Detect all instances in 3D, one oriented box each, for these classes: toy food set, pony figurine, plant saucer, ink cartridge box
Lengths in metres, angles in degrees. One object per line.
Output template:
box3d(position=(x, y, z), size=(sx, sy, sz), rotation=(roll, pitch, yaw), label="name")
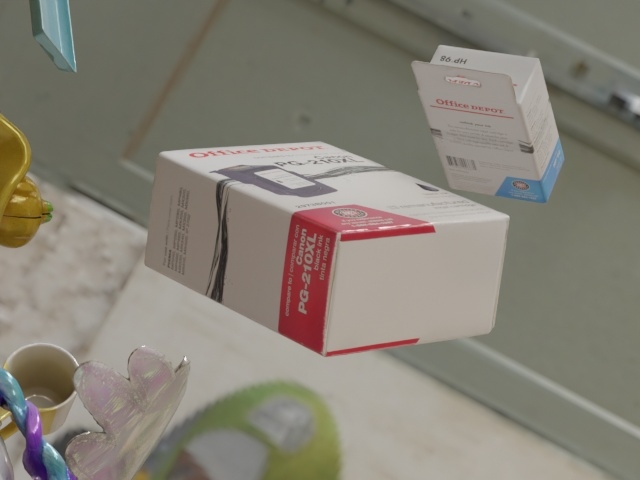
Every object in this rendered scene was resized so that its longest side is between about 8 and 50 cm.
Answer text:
box3d(position=(-0.233, -0.059, 1.297), size=(0.071, 0.218, 0.128), rotation=(-1, 118, -36), label="toy food set")
box3d(position=(-0.194, 0.229, 1.214), size=(0.302, 0.363, 0.351), rotation=(-21, 172, -10), label="pony figurine")
box3d(position=(-0.270, -0.247, 1.933), size=(0.067, 0.018, 0.192), rotation=(54, 16, -46), label="plant saucer")
box3d(position=(0.157, -0.120, 1.820), size=(0.060, 0.104, 0.180), rotation=(-62, 149, -30), label="ink cartridge box")
box3d(position=(0.000, 0.000, 1.510), size=(0.172, 0.237, 0.100), rotation=(-5, 109, -38), label="ink cartridge box")

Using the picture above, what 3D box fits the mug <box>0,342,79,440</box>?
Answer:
box3d(position=(-0.231, 0.125, 1.555), size=(0.064, 0.078, 0.062), rotation=(106, -29, -55), label="mug")
